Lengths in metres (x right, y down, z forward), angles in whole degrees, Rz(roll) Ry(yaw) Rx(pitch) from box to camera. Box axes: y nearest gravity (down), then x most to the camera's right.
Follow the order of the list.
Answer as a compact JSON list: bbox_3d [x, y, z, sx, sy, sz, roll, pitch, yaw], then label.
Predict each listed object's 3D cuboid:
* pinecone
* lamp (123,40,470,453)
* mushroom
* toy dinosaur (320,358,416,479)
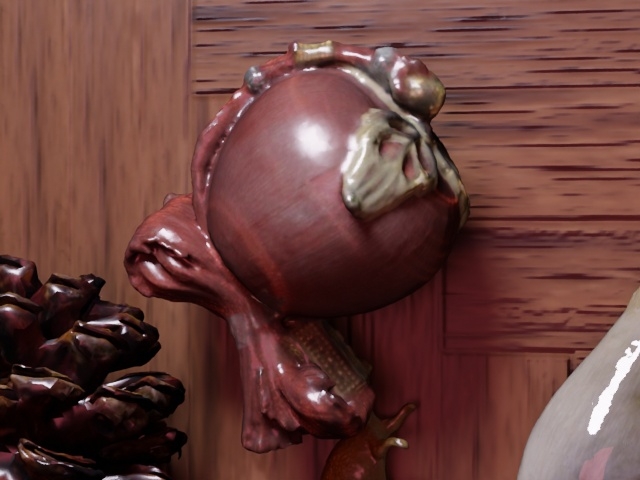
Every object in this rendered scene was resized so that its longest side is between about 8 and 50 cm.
[{"bbox_3d":[-0.182,0.112,1.021,0.221,0.221,0.221,0,90,12],"label":"pinecone"},{"bbox_3d":[0.007,-0.004,1.015,0.223,0.151,0.215,-41,83,36],"label":"lamp"},{"bbox_3d":[0.190,0.103,1.003,0.116,0.093,0.225,17,85,-3],"label":"mushroom"},{"bbox_3d":[0.013,0.172,1.066,0.162,0.039,0.126,-45,71,12],"label":"toy dinosaur"}]
